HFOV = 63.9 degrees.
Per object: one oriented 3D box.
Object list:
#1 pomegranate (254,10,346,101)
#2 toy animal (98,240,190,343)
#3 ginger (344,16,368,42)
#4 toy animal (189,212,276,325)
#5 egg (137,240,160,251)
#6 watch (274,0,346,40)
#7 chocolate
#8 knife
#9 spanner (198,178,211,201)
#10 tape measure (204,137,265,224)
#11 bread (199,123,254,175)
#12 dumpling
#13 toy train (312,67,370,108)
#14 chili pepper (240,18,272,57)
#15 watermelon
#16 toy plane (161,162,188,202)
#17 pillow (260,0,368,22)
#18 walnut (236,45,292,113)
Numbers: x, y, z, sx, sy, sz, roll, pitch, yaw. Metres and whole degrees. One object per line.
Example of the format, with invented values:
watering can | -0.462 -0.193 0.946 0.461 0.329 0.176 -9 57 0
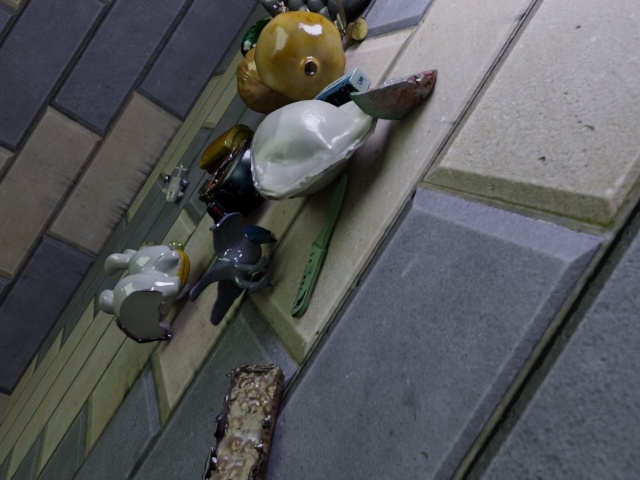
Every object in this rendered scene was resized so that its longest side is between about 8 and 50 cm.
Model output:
pomegranate | -0.047 -0.453 1.268 0.233 0.233 0.233 -40 31 31
toy animal | -0.463 0.118 1.379 0.247 0.183 0.310 -22 33 -3
ginger | 0.092 -0.540 1.320 0.137 0.044 0.057 -127 36 -69
toy animal | -0.170 0.045 1.022 0.176 0.255 0.239 28 128 40
egg | -0.613 0.053 1.833 0.110 0.085 0.085 -68 24 13
watch | -0.030 -0.588 1.320 0.165 0.268 0.102 -24 67 19
chocolate | -0.113 0.330 0.710 0.102 0.065 0.329 -15 47 28
knife | 0.001 0.001 0.912 0.043 0.020 0.293 -16 49 51
spanner | -0.333 -0.181 1.678 0.325 0.026 0.093 -9 53 55
tape measure | -0.195 -0.146 1.287 0.223 0.135 0.202 -52 17 6
bread | -0.295 -0.283 1.627 0.172 0.103 0.132 -27 31 44
dumpling | -0.010 -0.192 0.998 0.260 0.181 0.341 -26 0 13
toy train | 0.022 -0.328 1.198 0.234 0.052 0.051 -12 49 56
chili pepper | -0.185 -0.616 1.743 0.165 0.174 0.261 23 80 38
watermelon | 0.129 -0.258 0.895 0.180 0.081 0.094 -29 -5 -21
toy plane | -0.603 -0.242 2.146 0.286 0.092 0.108 -93 18 -47
pillow | -0.014 -0.696 1.485 0.326 0.228 0.101 -29 3 40
walnut | -0.157 -0.477 1.519 0.195 0.195 0.221 -51 20 14
